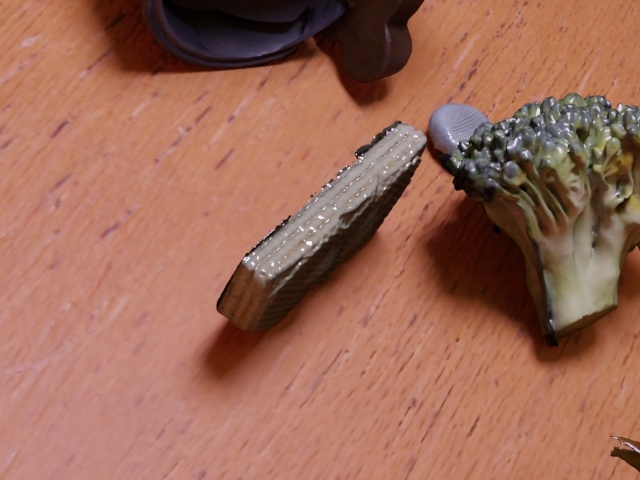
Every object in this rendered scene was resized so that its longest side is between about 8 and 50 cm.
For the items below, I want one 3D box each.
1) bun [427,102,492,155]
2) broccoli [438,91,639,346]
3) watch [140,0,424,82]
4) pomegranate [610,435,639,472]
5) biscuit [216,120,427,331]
[{"bbox_3d":[0.157,-0.114,1.214,0.083,0.045,0.083,11,50,-14],"label":"bun"},{"bbox_3d":[0.257,-0.026,1.087,0.288,0.248,0.246,-10,83,-20],"label":"broccoli"},{"bbox_3d":[-0.043,-0.345,1.106,0.326,0.335,0.314,-6,59,-39],"label":"watch"},{"bbox_3d":[0.363,0.248,0.948,0.256,0.221,0.221,17,46,22],"label":"pomegranate"},{"bbox_3d":[0.000,0.000,0.993,0.052,0.150,0.252,41,50,10],"label":"biscuit"}]
